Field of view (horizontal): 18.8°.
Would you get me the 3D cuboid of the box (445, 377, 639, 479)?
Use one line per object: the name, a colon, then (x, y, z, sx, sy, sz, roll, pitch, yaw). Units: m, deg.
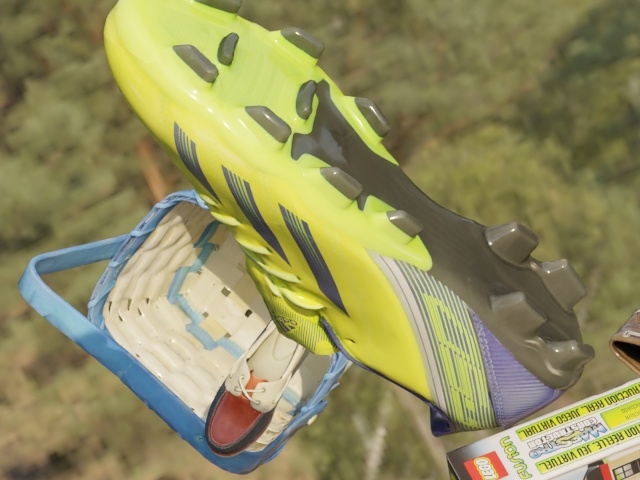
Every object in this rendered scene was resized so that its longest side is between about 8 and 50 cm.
box: (0.129, 0.160, 0.945, 0.114, 0.207, 0.036, -21, 45, -8)

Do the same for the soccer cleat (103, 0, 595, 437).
soccer cleat: (0.000, 0.001, 0.860, 0.121, 0.289, 0.093, -34, 34, 30)

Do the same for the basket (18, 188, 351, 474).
basket: (-0.100, 0.077, 1.678, 0.201, 0.255, 0.289, -55, -12, 28)

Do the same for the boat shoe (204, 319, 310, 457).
boat shoe: (-0.046, 0.106, 1.498, 0.137, 0.049, 0.043, -53, -11, -11)

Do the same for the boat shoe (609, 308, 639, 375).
boat shoe: (0.253, 0.101, 1.221, 0.066, 0.066, 0.183, -29, 36, -15)
